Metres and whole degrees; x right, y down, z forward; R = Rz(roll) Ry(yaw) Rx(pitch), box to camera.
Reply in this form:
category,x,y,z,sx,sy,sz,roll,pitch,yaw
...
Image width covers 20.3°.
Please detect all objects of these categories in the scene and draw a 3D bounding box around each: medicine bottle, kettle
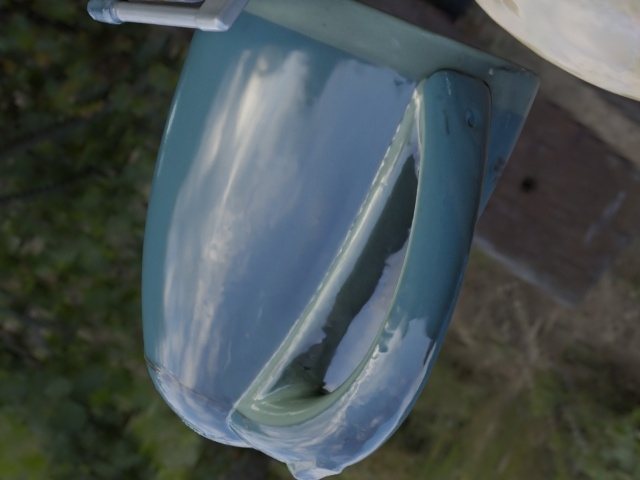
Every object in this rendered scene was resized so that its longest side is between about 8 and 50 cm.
category,x,y,z,sx,sy,sz,roll,pitch,yaw
medicine bottle,-0.102,-0.181,1.210,0.061,0.092,0.220,45,163,-31
kettle,0.000,0.000,1.280,0.247,0.342,0.319,18,-173,-30

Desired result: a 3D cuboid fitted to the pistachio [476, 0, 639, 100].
category,x,y,z,sx,sy,sz,roll,pitch,yaw
pistachio,0.151,-0.169,0.681,0.308,0.230,0.230,21,172,-8
